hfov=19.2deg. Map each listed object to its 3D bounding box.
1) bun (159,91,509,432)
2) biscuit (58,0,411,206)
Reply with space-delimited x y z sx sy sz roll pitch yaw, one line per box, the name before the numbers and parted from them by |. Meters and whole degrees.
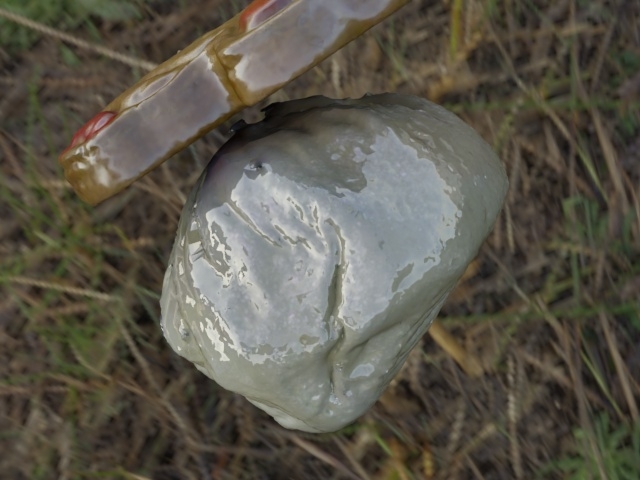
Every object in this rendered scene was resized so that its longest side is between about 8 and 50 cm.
bun | 0.000 0.000 1.408 0.205 0.281 0.281 32 84 -1
biscuit | -0.036 -0.149 1.436 0.381 0.359 0.074 -33 93 -29
